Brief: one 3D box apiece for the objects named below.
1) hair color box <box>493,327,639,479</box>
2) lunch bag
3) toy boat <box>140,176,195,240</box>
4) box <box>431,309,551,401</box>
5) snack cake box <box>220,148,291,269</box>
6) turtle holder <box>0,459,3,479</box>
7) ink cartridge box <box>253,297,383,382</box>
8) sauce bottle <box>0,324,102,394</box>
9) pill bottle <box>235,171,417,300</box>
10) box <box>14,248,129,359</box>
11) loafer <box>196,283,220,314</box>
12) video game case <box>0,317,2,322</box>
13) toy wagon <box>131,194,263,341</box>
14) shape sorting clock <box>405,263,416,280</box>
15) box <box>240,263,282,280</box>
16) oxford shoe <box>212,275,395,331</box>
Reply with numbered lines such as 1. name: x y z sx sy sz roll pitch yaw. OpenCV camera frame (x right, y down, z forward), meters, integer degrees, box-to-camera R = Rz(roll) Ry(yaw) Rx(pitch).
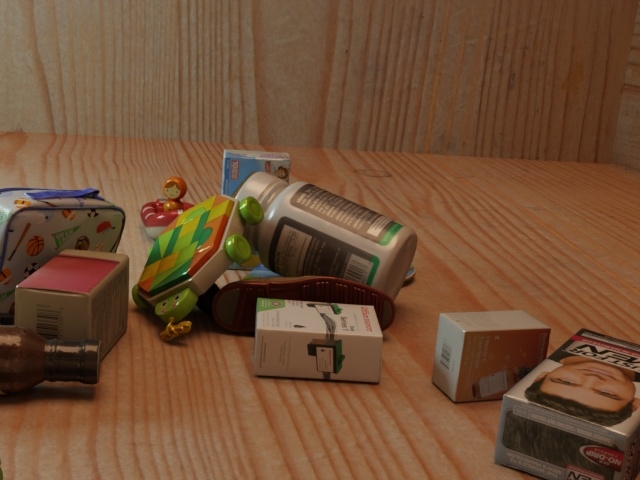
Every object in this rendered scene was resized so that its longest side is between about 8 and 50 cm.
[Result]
1. hair color box: 0.431 0.258 1.478 0.185 0.114 0.374 15 19 29
2. lunch bag: -0.505 0.013 1.762 0.114 0.243 0.303 24 15 30
3. toy boat: -0.366 -0.084 2.365 0.150 0.151 0.231 0 16 -18
4. box: 0.291 0.195 1.622 0.170 0.130 0.091 -1 16 -20
5. snack cake box: -0.154 -0.069 2.169 0.152 0.265 0.089 3 16 -8
6. turtle holder: -0.542 0.199 1.136 0.320 0.244 0.227 -1 -3 11
7. ink cartridge box: -0.006 0.174 1.669 0.219 0.093 0.160 3 16 -5
8. sauce bottle: -0.511 0.181 1.443 0.344 0.112 0.111 3 16 -8
9. pill bottle: 0.000 0.000 1.966 0.361 0.204 0.204 25 21 17
10. box: -0.421 0.118 1.625 0.126 0.149 0.232 6 15 3
11. loafer: -0.259 0.095 1.932 0.080 0.078 0.220 48 1 -31
12. video game case: -0.691 0.123 1.749 0.206 0.026 0.227 2 17 -13
13. toy wagon: -0.249 0.046 1.816 0.267 0.068 0.344 -26 30 27
14. shape sorting clock: 0.121 0.060 2.217 0.206 0.040 0.206 5 15 -1
15. box: -0.106 0.098 2.000 0.108 0.043 0.178 10 15 11
16. oxford shoe: -0.031 0.115 1.830 0.348 0.123 0.130 6 9 -4
